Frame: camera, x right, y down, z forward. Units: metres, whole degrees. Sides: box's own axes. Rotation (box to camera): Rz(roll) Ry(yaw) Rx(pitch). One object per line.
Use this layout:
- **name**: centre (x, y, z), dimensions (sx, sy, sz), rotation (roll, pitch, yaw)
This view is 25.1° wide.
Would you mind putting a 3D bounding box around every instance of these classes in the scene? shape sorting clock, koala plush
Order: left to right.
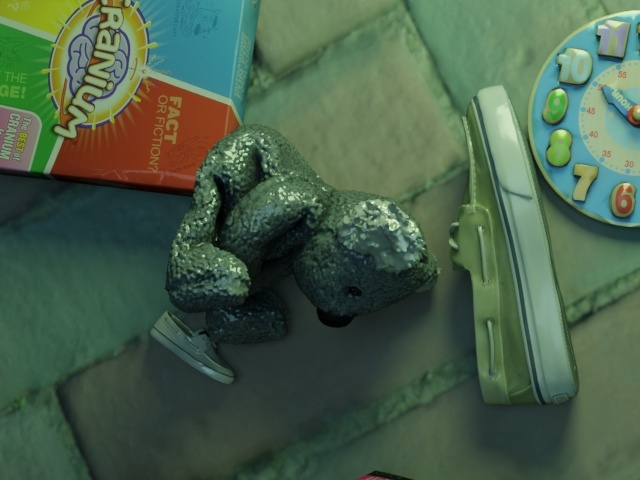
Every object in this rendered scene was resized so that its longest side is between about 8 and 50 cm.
- **koala plush**: centre (0.000, 0.000, 1.332), dimensions (0.221, 0.196, 0.203), rotation (10, 76, 16)
- **shape sorting clock**: centre (0.299, -0.115, 1.356), dimensions (0.206, 0.040, 0.206), rotation (-1, 84, 11)

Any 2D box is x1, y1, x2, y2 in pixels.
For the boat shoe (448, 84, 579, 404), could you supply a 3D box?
- **boat shoe**: centre (0.166, 0.008, 1.338), dimensions (0.094, 0.109, 0.302), rotation (-12, 85, 12)

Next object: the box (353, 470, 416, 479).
- **box**: centre (0.089, 0.295, 1.250), dimensions (0.163, 0.247, 0.142), rotation (12, 88, 12)

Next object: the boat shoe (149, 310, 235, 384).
- **boat shoe**: centre (-0.121, 0.104, 1.420), dimensions (0.100, 0.035, 0.035), rotation (34, 94, 19)

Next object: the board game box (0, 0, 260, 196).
- **board game box**: centre (-0.229, -0.177, 1.452), dimensions (0.316, 0.064, 0.242), rotation (6, 86, 12)
